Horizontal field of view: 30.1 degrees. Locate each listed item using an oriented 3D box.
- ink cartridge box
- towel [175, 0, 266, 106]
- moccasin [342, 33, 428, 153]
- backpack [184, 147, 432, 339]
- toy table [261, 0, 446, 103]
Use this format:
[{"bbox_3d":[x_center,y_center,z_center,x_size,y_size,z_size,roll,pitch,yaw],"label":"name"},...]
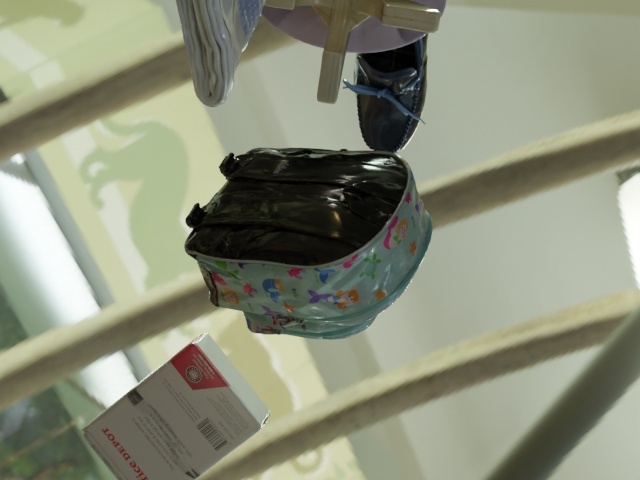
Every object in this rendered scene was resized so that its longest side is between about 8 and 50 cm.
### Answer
[{"bbox_3d":[-0.206,0.261,1.708,0.158,0.218,0.092,52,10,-1],"label":"ink cartridge box"},{"bbox_3d":[-0.057,-0.263,0.920,0.034,0.285,0.209,6,-46,13],"label":"towel"},{"bbox_3d":[0.094,-0.277,1.812,0.138,0.117,0.342,8,-56,14],"label":"moccasin"},{"bbox_3d":[0.000,0.000,1.387,0.254,0.225,0.191,-1,-49,34],"label":"backpack"},{"bbox_3d":[0.027,-0.320,1.568,0.161,0.274,0.252,-72,159,-68],"label":"toy table"}]
